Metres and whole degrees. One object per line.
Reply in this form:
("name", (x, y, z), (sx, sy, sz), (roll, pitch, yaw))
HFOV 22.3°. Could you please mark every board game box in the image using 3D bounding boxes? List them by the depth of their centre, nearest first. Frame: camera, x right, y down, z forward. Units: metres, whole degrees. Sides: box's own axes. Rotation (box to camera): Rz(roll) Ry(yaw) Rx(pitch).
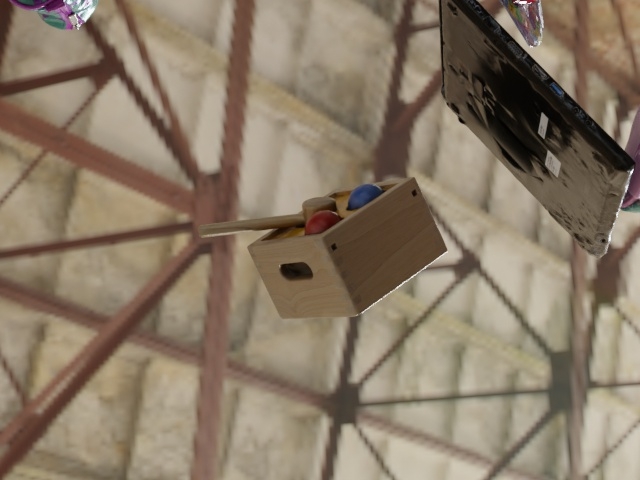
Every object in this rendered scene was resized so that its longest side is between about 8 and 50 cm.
("board game box", (0.164, -0.244, 1.349), (0.168, 0.033, 0.133), (50, -149, -38))

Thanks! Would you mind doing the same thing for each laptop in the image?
("laptop", (0.152, -0.148, 1.091), (0.264, 0.136, 0.234), (48, 175, 14))

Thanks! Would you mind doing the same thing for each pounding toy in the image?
("pounding toy", (0.000, 0.000, 1.347), (0.130, 0.141, 0.100), (-33, -74, -33))

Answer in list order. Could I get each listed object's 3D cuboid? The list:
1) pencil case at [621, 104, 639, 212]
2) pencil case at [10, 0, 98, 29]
("pencil case", (0.339, -0.029, 1.064), (0.124, 0.284, 0.124), (-159, 90, -87))
("pencil case", (-0.223, -0.215, 1.353), (0.152, 0.064, 0.070), (-43, -71, -87))
